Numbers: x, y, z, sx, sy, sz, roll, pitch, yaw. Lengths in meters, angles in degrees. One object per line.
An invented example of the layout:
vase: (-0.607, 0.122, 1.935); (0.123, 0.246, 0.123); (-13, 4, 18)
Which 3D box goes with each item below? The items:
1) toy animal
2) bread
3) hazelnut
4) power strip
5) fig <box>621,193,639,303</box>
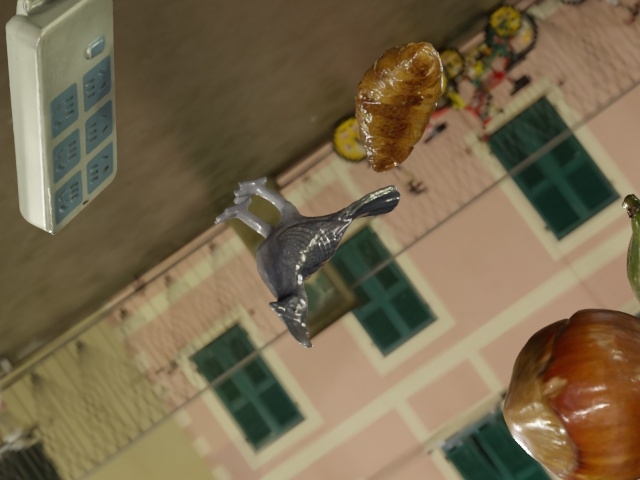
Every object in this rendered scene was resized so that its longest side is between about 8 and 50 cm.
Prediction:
toy animal: (-0.036, -0.009, 1.503); (0.367, 0.206, 0.081); (-55, 174, -50)
bread: (0.096, -0.183, 1.430); (0.105, 0.076, 0.233); (5, 141, -9)
hazelnut: (0.274, 0.155, 1.097); (0.182, 0.182, 0.182); (-36, 175, -3)
power strip: (-0.174, -0.091, 0.751); (0.081, 0.035, 0.192); (-49, 159, -41)
fig: (0.505, 0.023, 1.534); (0.195, 0.245, 0.195); (-37, -142, 36)
